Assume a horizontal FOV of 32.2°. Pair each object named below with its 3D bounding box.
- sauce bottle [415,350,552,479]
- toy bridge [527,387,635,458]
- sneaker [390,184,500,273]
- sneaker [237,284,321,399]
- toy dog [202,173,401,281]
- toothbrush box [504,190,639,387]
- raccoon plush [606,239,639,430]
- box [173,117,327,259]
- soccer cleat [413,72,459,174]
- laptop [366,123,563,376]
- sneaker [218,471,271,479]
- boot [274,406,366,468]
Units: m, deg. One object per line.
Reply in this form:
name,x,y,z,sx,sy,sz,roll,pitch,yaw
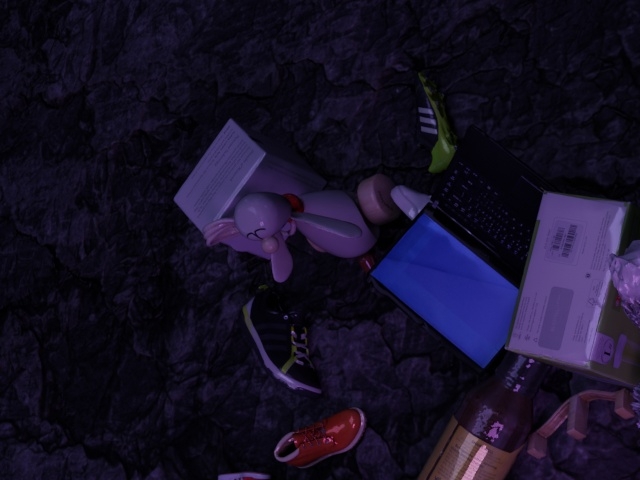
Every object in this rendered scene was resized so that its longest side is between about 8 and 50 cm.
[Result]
sauce bottle,0.230,0.285,1.572,0.111,0.111,0.344,36,102,39
toy bridge,0.353,0.241,1.520,0.188,0.026,0.063,-39,26,45
sneaker,0.205,-0.035,1.727,0.212,0.080,0.094,41,95,27
sneaker,-0.059,0.162,1.856,0.097,0.084,0.234,-50,53,13
toy dog,0.000,0.000,1.746,0.220,0.334,0.161,-35,72,53
toothbrush box,0.373,0.075,1.421,0.122,0.283,0.206,11,84,40
raccoon plush,0.403,0.259,1.248,0.216,0.446,0.299,-30,24,47
box,-0.120,-0.085,1.915,0.182,0.181,0.119,-53,53,12
soccer cleat,0.176,-0.192,1.801,0.072,0.060,0.179,-31,62,28
laptop,0.226,0.016,1.590,0.234,0.136,0.264,40,140,13
sneaker,-0.128,0.422,1.855,0.118,0.042,0.067,-17,62,41
boot,-0.001,0.314,1.765,0.158,0.085,0.059,-37,55,21
